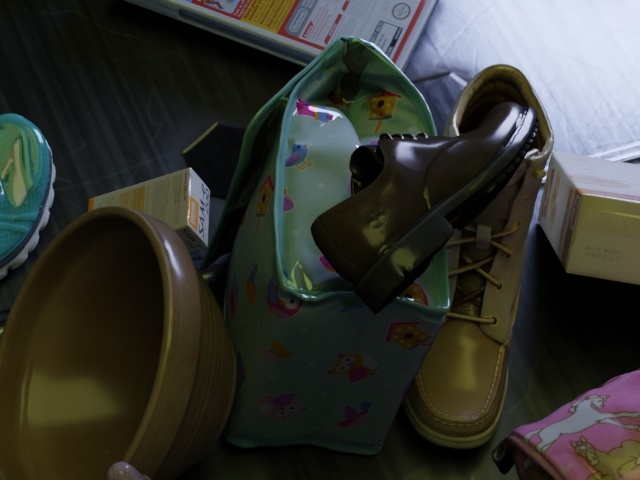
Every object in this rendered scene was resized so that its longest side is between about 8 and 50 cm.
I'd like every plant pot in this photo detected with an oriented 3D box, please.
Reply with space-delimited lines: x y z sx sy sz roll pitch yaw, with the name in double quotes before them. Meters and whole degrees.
"plant pot" -0.140 0.102 1.292 0.109 0.237 0.237 20 44 -38

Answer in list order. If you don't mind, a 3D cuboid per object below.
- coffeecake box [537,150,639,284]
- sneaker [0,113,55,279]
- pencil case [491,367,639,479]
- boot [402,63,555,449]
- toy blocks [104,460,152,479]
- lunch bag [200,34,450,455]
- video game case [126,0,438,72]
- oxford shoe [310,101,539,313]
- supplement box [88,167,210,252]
"coffeecake box" 0.265 -0.015 1.444 0.142 0.068 0.185 10 13 -2
"sneaker" -0.300 -0.008 1.388 0.107 0.110 0.275 25 53 11
"pencil case" 0.325 0.118 1.303 0.386 0.160 0.167 -31 35 -10
"boot" 0.124 0.011 1.377 0.095 0.203 0.262 11 51 0
"toy blocks" -0.122 0.288 1.041 0.288 0.260 0.309 -32 40 -29
"lunch bag" 0.000 0.000 1.355 0.160 0.223 0.262 5 54 -13
"video game case" -0.031 -0.256 1.639 0.285 0.025 0.204 21 54 7
"oxford shoe" 0.076 -0.049 1.223 0.096 0.083 0.227 43 48 9
"supplement box" -0.142 -0.014 1.436 0.098 0.036 0.062 -15 50 20
